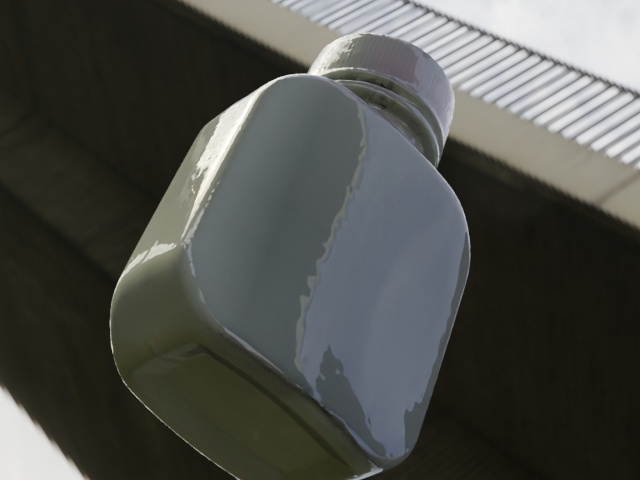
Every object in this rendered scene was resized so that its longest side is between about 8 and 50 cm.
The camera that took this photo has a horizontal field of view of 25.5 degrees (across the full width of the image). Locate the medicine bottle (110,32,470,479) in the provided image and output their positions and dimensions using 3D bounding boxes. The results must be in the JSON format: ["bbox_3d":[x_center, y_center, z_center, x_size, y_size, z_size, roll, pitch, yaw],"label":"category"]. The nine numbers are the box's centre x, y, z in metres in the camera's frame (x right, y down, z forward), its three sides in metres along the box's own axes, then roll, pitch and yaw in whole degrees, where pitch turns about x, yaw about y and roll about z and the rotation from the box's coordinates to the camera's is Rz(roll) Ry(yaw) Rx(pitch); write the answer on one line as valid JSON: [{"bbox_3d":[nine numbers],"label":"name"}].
[{"bbox_3d":[0.000,0.000,0.545,0.119,0.183,0.069,41,-43,-20],"label":"medicine bottle"}]
